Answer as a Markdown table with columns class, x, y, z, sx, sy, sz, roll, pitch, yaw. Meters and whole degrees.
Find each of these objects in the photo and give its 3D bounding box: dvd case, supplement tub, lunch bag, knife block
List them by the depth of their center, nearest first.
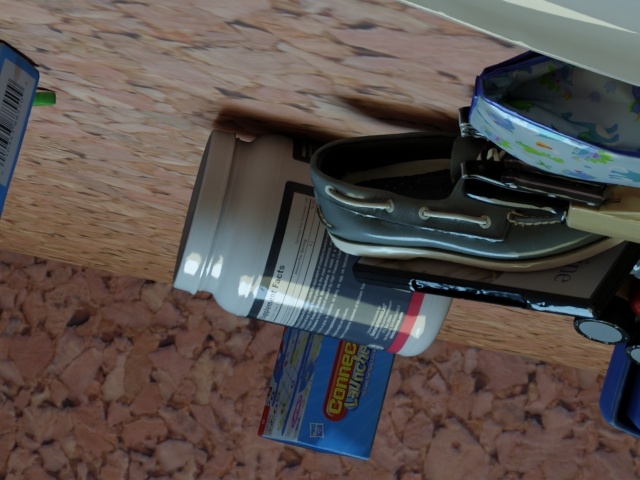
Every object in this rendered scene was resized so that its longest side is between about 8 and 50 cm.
| class | x | y | z | sx | sy | sz | roll | pitch | yaw |
| --- | --- | --- | --- | --- | --- | --- | --- | --- | --- |
| lunch bag | 0.177 | -0.089 | 1.222 | 0.151 | 0.096 | 0.129 | 4 | 173 | 2 |
| knife block | 0.248 | -0.048 | 1.444 | 0.275 | 0.088 | 0.242 | 19 | 172 | -38 |
| dvd case | 0.175 | -0.009 | 1.614 | 0.253 | 0.180 | 0.022 | 8 | 133 | 37 |
| supplement tub | 0.000 | 0.000 | 1.854 | 0.272 | 0.191 | 0.191 | 15 | 173 | -7 |

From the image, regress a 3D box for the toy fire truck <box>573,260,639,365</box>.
| class | x | y | z | sx | sy | sz | roll | pitch | yaw |
| --- | --- | --- | --- | --- | --- | --- | --- | --- | --- |
| toy fire truck | 0.311 | 0.029 | 1.665 | 0.217 | 0.158 | 0.246 | 27 | 156 | -16 |

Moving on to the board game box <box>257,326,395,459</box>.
| class | x | y | z | sx | sy | sz | roll | pitch | yaw |
| --- | --- | --- | --- | --- | --- | --- | --- | --- | --- |
| board game box | 0.023 | 0.098 | 2.129 | 0.086 | 0.302 | 0.308 | 15 | 172 | -9 |

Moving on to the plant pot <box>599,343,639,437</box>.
| class | x | y | z | sx | sy | sz | roll | pitch | yaw |
| --- | --- | --- | --- | --- | --- | --- | --- | --- | --- |
| plant pot | 0.454 | 0.145 | 2.011 | 0.212 | 0.236 | 0.236 | 15 | 175 | 41 |

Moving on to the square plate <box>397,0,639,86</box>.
| class | x | y | z | sx | sy | sz | roll | pitch | yaw |
| --- | --- | --- | --- | --- | --- | --- | --- | --- | --- |
| square plate | 0.240 | -0.131 | 0.970 | 0.347 | 0.049 | 0.344 | 16 | 173 | -17 |

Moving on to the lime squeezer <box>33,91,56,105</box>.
| class | x | y | z | sx | sy | sz | roll | pitch | yaw |
| --- | --- | --- | --- | --- | --- | --- | --- | --- | --- |
| lime squeezer | -0.410 | -0.158 | 2.030 | 0.110 | 0.059 | 0.310 | -17 | -172 | -30 |

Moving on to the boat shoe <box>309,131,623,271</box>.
| class | x | y | z | sx | sy | sz | roll | pitch | yaw |
| --- | --- | --- | --- | --- | --- | --- | --- | --- | --- |
| boat shoe | 0.134 | -0.046 | 1.571 | 0.319 | 0.116 | 0.099 | -1 | 137 | 29 |

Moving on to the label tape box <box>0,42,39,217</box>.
| class | x | y | z | sx | sy | sz | roll | pitch | yaw |
| --- | --- | --- | --- | --- | --- | --- | --- | --- | --- |
| label tape box | -0.480 | -0.094 | 1.788 | 0.347 | 0.249 | 0.115 | 12 | 173 | 12 |
